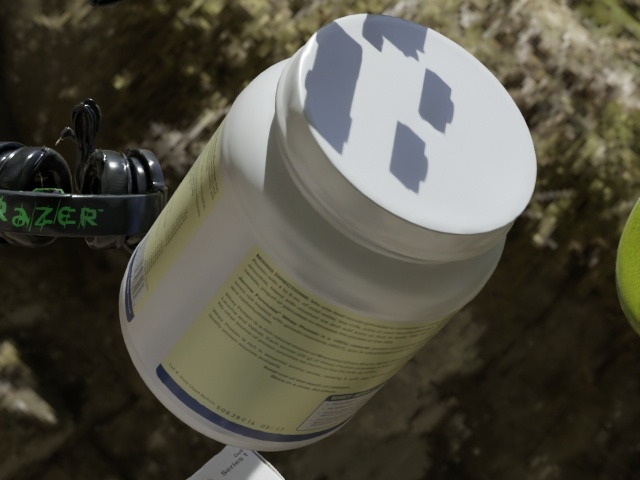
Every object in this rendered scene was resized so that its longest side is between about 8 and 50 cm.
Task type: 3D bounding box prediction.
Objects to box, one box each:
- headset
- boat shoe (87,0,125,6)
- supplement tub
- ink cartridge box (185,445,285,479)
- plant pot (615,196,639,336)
[{"bbox_3d":[-0.304,-0.079,1.851,0.244,0.185,0.394,3,6,-2],"label":"headset"},{"bbox_3d":[-0.047,-0.168,0.916,0.206,0.064,0.075,-1,-21,-9],"label":"boat shoe"},{"bbox_3d":[0.000,0.000,1.203,0.235,0.235,0.325,42,-44,2],"label":"supplement tub"},{"bbox_3d":[-0.084,0.344,1.627,0.093,0.160,0.219,36,-20,43],"label":"ink cartridge box"},{"bbox_3d":[0.434,0.080,1.296,0.353,0.366,0.366,41,-10,-37],"label":"plant pot"}]
